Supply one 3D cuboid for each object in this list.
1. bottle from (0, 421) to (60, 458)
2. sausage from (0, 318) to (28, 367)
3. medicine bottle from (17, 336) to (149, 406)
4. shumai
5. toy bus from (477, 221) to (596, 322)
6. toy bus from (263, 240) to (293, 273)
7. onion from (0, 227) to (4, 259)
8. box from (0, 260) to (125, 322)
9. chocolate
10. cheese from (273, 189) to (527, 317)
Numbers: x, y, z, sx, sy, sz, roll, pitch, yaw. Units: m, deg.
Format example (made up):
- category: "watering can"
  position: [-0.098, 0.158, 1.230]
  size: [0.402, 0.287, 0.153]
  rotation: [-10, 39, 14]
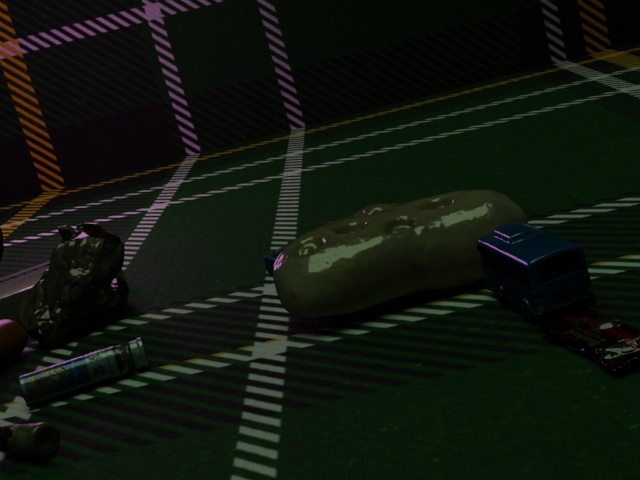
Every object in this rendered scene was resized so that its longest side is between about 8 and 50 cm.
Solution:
- category: "bottle"
  position: [-0.392, 0.261, 1.311]
  size: [0.101, 0.063, 0.047]
  rotation: [-6, 45, 39]
- category: "sausage"
  position: [-0.573, 0.194, 1.683]
  size: [0.076, 0.076, 0.197]
  rotation: [-9, 17, 22]
- category: "medicine bottle"
  position: [-0.357, 0.198, 1.503]
  size: [0.191, 0.051, 0.051]
  rotation: [-18, 15, -12]
- category: "shumai"
  position: [-0.461, 0.067, 1.818]
  size: [0.218, 0.185, 0.184]
  rotation: [-26, 18, -37]
- category: "toy bus"
  position: [0.290, 0.038, 1.362]
  size: [0.090, 0.106, 0.185]
  rotation: [-20, 15, -10]
- category: "toy bus"
  position: [-0.061, 0.032, 1.852]
  size: [0.083, 0.038, 0.046]
  rotation: [-26, 23, -33]
- category: "onion"
  position: [-0.868, 0.033, 2.205]
  size: [0.337, 0.282, 0.260]
  rotation: [-32, 15, -10]
- category: "box"
  position: [-0.594, 0.105, 2.045]
  size: [0.343, 0.065, 0.200]
  rotation: [-21, 16, -23]
- category: "chocolate"
  position: [0.336, 0.114, 1.190]
  size: [0.086, 0.028, 0.182]
  rotation: [-20, 17, -10]
- category: "cheese"
  position: [0.109, 0.027, 1.530]
  size: [0.351, 0.129, 0.328]
  rotation: [-4, 16, 42]
